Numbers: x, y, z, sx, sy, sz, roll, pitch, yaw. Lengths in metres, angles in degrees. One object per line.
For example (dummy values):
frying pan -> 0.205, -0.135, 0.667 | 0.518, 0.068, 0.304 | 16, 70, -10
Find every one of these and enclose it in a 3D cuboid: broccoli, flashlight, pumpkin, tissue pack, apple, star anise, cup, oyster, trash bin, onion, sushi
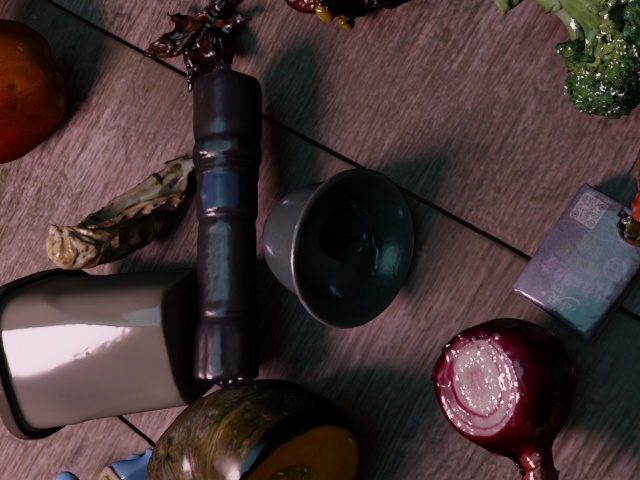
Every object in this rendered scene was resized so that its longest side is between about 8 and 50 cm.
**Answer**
broccoli -> 0.307, -0.275, 0.934 | 0.270, 0.270, 0.269 | 16, 89, 2
flashlight -> -0.122, -0.016, 1.142 | 0.103, 0.103, 0.423 | -7, 77, 25
pumpkin -> -0.087, 0.304, 1.086 | 0.232, 0.242, 0.324 | 37, 113, 48
tissue pack -> 0.312, 0.026, 1.006 | 0.112, 0.051, 0.156 | 37, 98, 26
apple -> -0.515, -0.231, 1.352 | 0.234, 0.234, 0.233 | -4, 81, 25
star anise -> -0.169, -0.297, 1.283 | 0.213, 0.053, 0.157 | -19, 74, 20
cup -> 0.000, 0.000, 1.106 | 0.150, 0.199, 0.199 | 14, 89, 50
oyster -> -0.240, -0.047, 1.228 | 0.294, 0.166, 0.094 | -28, 100, -2
trash bin -> -0.283, 0.140, 1.178 | 0.250, 0.219, 0.219 | -8, 101, 17
onion -> 0.227, 0.185, 0.975 | 0.173, 0.135, 0.198 | -46, 63, 52
sushi -> 0.022, -0.371, 1.155 | 0.150, 0.153, 0.172 | -22, 95, 40

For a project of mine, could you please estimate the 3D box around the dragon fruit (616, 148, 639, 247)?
dragon fruit -> 0.424, -0.061, 0.904 | 0.282, 0.147, 0.211 | -26, 79, 0

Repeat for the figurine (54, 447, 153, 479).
figurine -> -0.307, 0.410, 1.211 | 0.180, 0.154, 0.262 | 13, 71, 35
